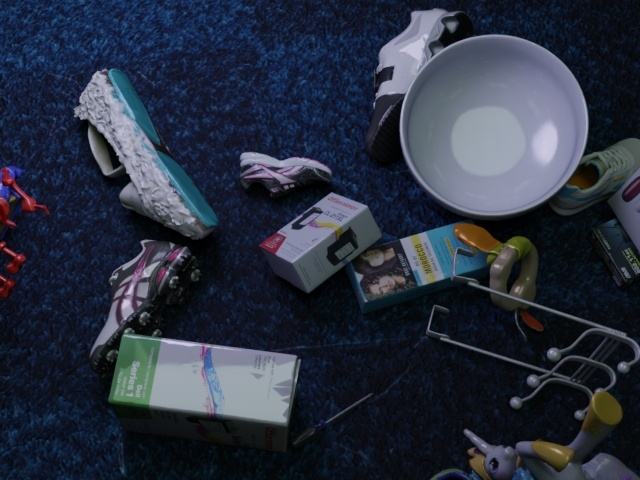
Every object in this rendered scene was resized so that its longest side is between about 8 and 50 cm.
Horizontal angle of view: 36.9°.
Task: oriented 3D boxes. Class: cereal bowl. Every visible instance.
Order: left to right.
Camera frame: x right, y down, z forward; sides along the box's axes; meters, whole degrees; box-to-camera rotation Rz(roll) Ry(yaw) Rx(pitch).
[{"bbox_3d":[0.310,-0.195,1.758,0.338,0.141,0.339,-1,79,3],"label":"cereal bowl"}]

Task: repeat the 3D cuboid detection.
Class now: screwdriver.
[{"bbox_3d":[0.020,0.304,1.623,0.170,0.025,0.024,-28,68,-24],"label":"screwdriver"}]

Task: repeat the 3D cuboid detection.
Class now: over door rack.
[{"bbox_3d":[0.326,0.175,1.574,0.324,0.239,0.108,28,61,10],"label":"over door rack"}]

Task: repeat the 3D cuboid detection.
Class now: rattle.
[{"bbox_3d":[0.309,0.077,1.680,0.142,0.200,0.130,4,52,28],"label":"rattle"}]

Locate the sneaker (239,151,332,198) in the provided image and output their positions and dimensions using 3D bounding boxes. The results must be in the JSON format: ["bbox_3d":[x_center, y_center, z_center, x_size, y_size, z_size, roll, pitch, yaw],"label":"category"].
[{"bbox_3d":[-0.067,-0.112,1.789,0.178,0.072,0.077,7,77,9],"label":"sneaker"}]

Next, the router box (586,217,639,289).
[{"bbox_3d":[0.563,0.017,1.764,0.092,0.038,0.122,-23,68,-12],"label":"router box"}]

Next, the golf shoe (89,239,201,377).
[{"bbox_3d":[-0.323,0.115,1.659,0.120,0.105,0.273,21,59,24],"label":"golf shoe"}]

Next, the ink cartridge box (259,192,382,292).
[{"bbox_3d":[0.000,0.000,1.695,0.175,0.072,0.127,-37,29,-18],"label":"ink cartridge box"}]

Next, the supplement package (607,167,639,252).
[{"bbox_3d":[0.685,-0.023,1.706,0.204,0.145,0.262,-15,65,-27],"label":"supplement package"}]

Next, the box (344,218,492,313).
[{"bbox_3d":[0.174,0.045,1.722,0.244,0.060,0.101,-16,67,-10],"label":"box"}]

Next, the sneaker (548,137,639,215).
[{"bbox_3d":[0.534,-0.129,1.802,0.228,0.092,0.087,-32,69,-17],"label":"sneaker"}]

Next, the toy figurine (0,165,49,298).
[{"bbox_3d":[-0.578,-0.004,1.678,0.191,0.217,0.363,31,111,-3],"label":"toy figurine"}]

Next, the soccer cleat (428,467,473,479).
[{"bbox_3d":[0.147,0.476,1.487,0.093,0.121,0.289,33,68,12],"label":"soccer cleat"}]

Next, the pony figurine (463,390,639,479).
[{"bbox_3d":[0.400,0.399,1.450,0.351,0.363,0.303,47,63,1],"label":"pony figurine"}]

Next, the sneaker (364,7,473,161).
[{"bbox_3d":[0.158,-0.304,1.862,0.146,0.122,0.331,23,78,39],"label":"sneaker"}]

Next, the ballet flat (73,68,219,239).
[{"bbox_3d":[-0.330,-0.137,1.765,0.147,0.147,0.409,-28,66,-14],"label":"ballet flat"}]

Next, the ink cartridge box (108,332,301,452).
[{"bbox_3d":[-0.178,0.248,1.534,0.278,0.201,0.117,8,66,0],"label":"ink cartridge box"}]
